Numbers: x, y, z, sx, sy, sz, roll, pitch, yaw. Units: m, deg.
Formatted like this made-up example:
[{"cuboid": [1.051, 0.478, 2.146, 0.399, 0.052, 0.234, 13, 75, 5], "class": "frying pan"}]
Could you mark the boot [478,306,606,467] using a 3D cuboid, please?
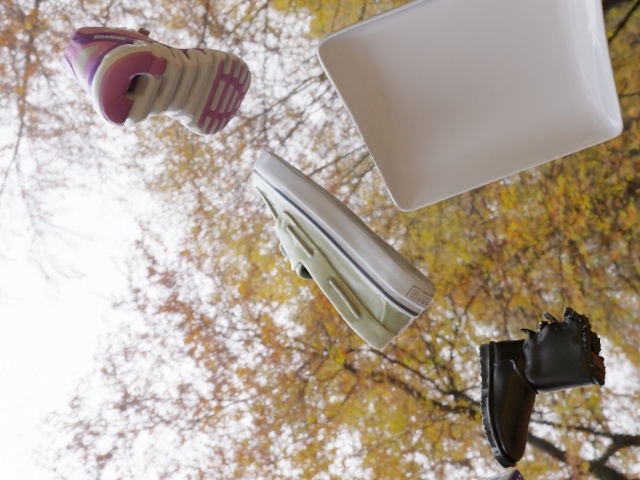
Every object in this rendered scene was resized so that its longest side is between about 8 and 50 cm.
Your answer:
[{"cuboid": [0.185, 0.120, 0.623, 0.045, 0.099, 0.121, 41, -141, -38], "class": "boot"}]

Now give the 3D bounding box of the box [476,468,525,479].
[{"cuboid": [0.136, 0.281, 0.630, 0.137, 0.126, 0.072, 59, -146, 0], "class": "box"}]

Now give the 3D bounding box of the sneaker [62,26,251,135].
[{"cuboid": [-0.166, -0.172, 0.775, 0.105, 0.095, 0.236, 33, -161, 23], "class": "sneaker"}]

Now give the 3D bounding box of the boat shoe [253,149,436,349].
[{"cuboid": [0.000, 0.000, 0.853, 0.302, 0.094, 0.109, 44, -172, 40], "class": "boat shoe"}]

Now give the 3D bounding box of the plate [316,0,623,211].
[{"cuboid": [0.169, -0.172, 0.815, 0.277, 0.278, 0.045, 56, -161, -45], "class": "plate"}]
